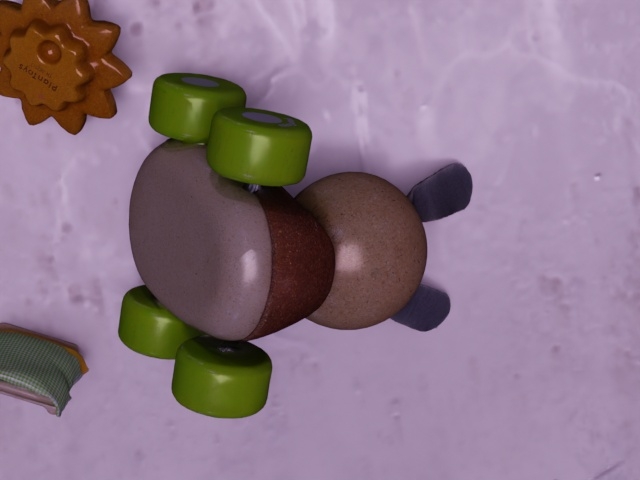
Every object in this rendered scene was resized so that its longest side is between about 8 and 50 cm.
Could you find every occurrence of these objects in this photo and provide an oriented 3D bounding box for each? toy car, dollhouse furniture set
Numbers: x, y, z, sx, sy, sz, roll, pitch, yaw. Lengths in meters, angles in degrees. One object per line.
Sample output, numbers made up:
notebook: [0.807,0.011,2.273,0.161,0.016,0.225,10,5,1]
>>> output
toy car: [0.000,0.000,0.763,0.188,0.149,0.155,0,109,-31]
dollhouse furniture set: [-0.202,0.040,0.773,0.152,0.076,0.058,18,103,-4]

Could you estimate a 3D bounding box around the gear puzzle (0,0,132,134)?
gear puzzle: [-0.194,-0.201,0.695,0.175,0.044,0.339,-8,117,22]
